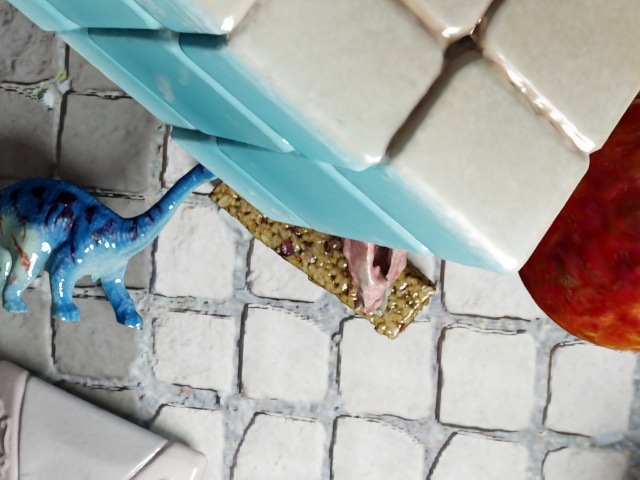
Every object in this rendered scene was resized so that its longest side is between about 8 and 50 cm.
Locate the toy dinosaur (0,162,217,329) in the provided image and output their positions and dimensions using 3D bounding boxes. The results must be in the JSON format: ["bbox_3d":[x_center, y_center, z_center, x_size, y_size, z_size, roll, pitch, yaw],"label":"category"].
[{"bbox_3d":[-0.222,0.007,1.260,0.329,0.076,0.144,-2,94,19],"label":"toy dinosaur"}]

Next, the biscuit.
[{"bbox_3d":[0.000,0.000,1.225,0.199,0.034,0.064,39,102,10],"label":"biscuit"}]

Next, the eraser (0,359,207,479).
[{"bbox_3d":[-0.228,0.250,1.288,0.204,0.059,0.243,22,95,12],"label":"eraser"}]

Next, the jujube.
[{"bbox_3d":[0.255,-0.024,1.069,0.255,0.190,0.190,-14,91,34],"label":"jujube"}]

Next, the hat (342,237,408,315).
[{"bbox_3d":[0.097,-0.088,1.113,0.107,0.237,0.286,22,67,0],"label":"hat"}]

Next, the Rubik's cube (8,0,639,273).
[{"bbox_3d":[0.013,-0.207,0.882,0.316,0.322,0.319,40,79,-26],"label":"Rubik's cube"}]
